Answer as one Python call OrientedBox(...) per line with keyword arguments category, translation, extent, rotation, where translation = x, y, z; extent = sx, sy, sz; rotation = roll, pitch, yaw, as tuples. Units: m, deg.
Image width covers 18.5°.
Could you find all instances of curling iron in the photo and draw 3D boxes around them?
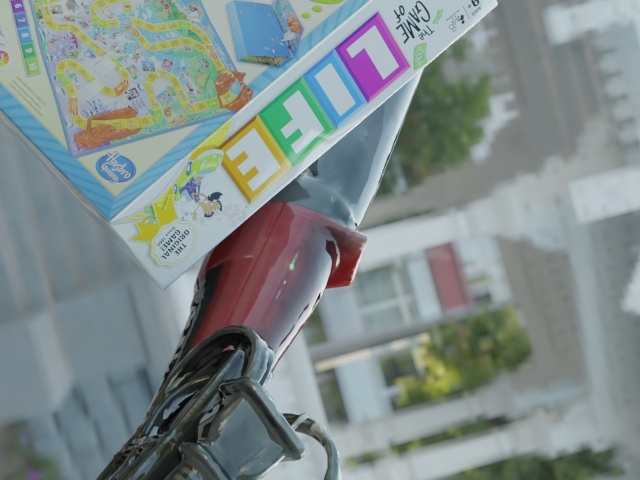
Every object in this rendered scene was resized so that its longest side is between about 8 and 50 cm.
OrientedBox(category="curling iron", translation=(0.000, 0.000, 0.468), extent=(0.035, 0.068, 0.274), rotation=(48, 32, -14))

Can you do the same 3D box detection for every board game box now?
OrientedBox(category="board game box", translation=(-0.041, -0.063, 0.495), extent=(0.154, 0.103, 0.026), rotation=(42, -9, 47))
